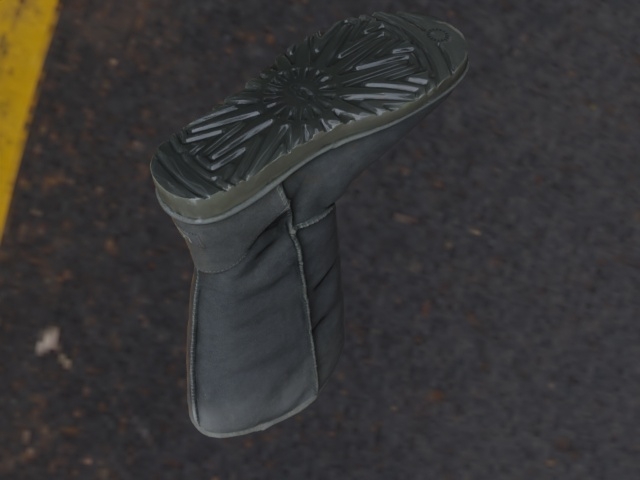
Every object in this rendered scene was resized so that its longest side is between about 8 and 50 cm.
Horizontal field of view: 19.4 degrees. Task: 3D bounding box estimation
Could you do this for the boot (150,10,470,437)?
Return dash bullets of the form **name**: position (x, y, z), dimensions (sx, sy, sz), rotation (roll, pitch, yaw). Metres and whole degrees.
- **boot**: position (0.000, -0.002, 0.971), dimensions (0.189, 0.208, 0.076), rotation (-28, 49, -13)
